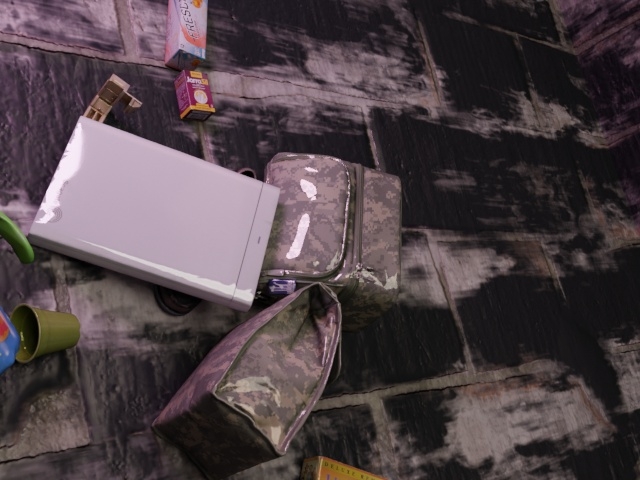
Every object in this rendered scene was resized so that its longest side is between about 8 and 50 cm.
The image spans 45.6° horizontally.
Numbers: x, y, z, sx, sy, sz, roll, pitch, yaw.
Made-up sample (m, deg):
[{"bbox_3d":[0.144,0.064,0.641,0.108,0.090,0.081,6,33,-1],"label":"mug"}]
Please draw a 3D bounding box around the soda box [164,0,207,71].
[{"bbox_3d":[-0.258,-0.417,1.473,0.058,0.063,0.183,16,61,-36],"label":"soda box"}]

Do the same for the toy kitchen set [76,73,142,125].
[{"bbox_3d":[-0.351,-0.218,1.285,0.068,0.083,0.075,34,51,-23],"label":"toy kitchen set"}]

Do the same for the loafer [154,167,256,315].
[{"bbox_3d":[-0.193,-0.012,1.314,0.109,0.095,0.303,37,50,-23],"label":"loafer"}]

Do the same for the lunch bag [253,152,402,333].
[{"bbox_3d":[0.000,0.000,1.410,0.255,0.212,0.305,15,59,-16],"label":"lunch bag"}]

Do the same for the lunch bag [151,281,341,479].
[{"bbox_3d":[-0.093,0.209,1.198,0.169,0.235,0.287,43,49,-9],"label":"lunch bag"}]

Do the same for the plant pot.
[{"bbox_3d":[-0.393,0.132,1.096,0.079,0.083,0.083,5,66,-53],"label":"plant pot"}]

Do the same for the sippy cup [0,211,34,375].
[{"bbox_3d":[-0.500,0.101,0.927,0.224,0.305,0.240,55,1,-20],"label":"sippy cup"}]

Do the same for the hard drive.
[{"bbox_3d":[-0.255,-0.044,1.235,0.352,0.047,0.233,19,58,-12],"label":"hard drive"}]

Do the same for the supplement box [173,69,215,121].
[{"bbox_3d":[-0.238,-0.272,1.436,0.054,0.043,0.083,-1,71,-39],"label":"supplement box"}]

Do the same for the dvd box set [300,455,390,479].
[{"bbox_3d":[0.073,0.609,1.272,0.307,0.062,0.421,27,55,-28],"label":"dvd box set"}]
